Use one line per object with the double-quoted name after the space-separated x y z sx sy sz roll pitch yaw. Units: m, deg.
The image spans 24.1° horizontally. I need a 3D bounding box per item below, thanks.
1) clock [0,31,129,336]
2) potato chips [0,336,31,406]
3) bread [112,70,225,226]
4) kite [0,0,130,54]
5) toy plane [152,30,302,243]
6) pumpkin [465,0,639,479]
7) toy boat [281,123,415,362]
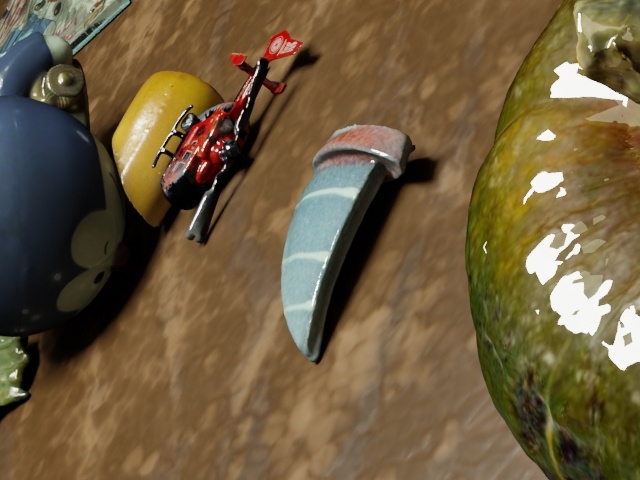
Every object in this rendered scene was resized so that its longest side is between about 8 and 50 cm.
-0.211 -0.031 1.013 0.243 0.146 0.200 -123 39 -64 "clock"
-0.271 0.127 1.066 0.207 0.028 0.092 -38 38 30 "potato chips"
-0.110 -0.064 0.983 0.062 0.049 0.103 21 74 31 "bread"
-0.267 -0.223 1.453 0.368 0.014 0.406 -58 28 -3 "kite"
-0.059 -0.070 0.938 0.145 0.037 0.060 -59 32 -5 "toy plane"
0.142 -0.018 0.401 0.260 0.189 0.260 -40 30 29 "pumpkin"
0.000 0.001 0.772 0.096 0.034 0.122 -4 58 63 "toy boat"
